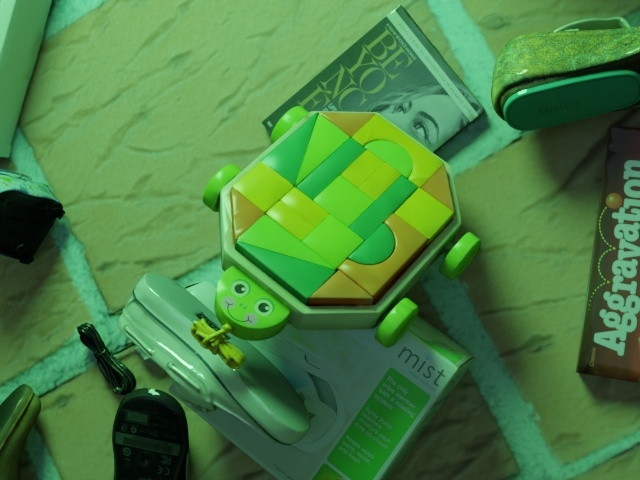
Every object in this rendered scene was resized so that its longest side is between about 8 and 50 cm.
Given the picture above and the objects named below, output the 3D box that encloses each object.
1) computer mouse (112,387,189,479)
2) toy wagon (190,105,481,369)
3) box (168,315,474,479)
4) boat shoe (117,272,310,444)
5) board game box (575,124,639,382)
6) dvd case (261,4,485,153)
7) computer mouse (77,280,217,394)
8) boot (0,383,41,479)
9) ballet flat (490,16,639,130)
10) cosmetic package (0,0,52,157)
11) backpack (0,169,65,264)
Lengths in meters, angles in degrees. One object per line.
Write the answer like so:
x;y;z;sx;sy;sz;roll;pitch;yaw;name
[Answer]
-0.248;0.298;1.366;0.184;0.060;0.262;5;103;11;computer mouse
0.000;0.000;1.175;0.267;0.068;0.344;38;58;14;toy wagon
0.004;0.153;1.262;0.262;0.127;0.231;37;101;13;box
-0.120;0.144;1.194;0.258;0.095;0.084;42;106;24;boat shoe
0.375;0.019;1.208;0.145;0.027;0.281;8;92;16;board game box
0.060;-0.147;1.298;0.221;0.018;0.164;-39;80;12;dvd case
-0.208;0.111;1.360;0.193;0.042;0.106;-31;81;13;computer mouse
-0.417;0.333;1.407;0.115;0.112;0.305;25;93;-16;boot
0.358;-0.198;1.177;0.348;0.123;0.123;-6;89;13;ballet flat
-0.550;-0.298;1.426;0.377;0.097;0.284;18;98;14;cosmetic package
-0.402;-0.037;1.375;0.084;0.114;0.105;43;103;31;backpack
